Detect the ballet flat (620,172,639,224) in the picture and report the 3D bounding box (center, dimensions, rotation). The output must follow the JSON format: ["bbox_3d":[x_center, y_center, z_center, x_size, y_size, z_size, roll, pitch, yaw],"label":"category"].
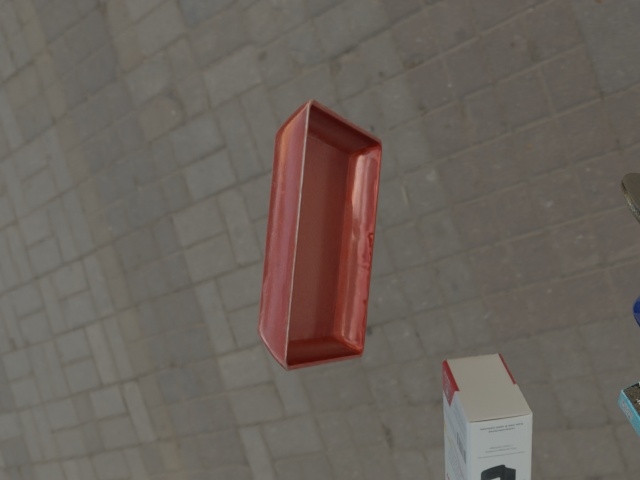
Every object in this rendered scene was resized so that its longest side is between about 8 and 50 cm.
[{"bbox_3d":[0.507,0.004,1.394,0.250,0.084,0.058,57,151,29],"label":"ballet flat"}]

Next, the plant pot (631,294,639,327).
[{"bbox_3d":[0.355,0.067,0.525,0.236,0.212,0.236,-37,92,-1],"label":"plant pot"}]

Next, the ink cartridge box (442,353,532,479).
[{"bbox_3d":[0.187,0.237,1.108,0.127,0.072,0.175,-106,10,-64],"label":"ink cartridge box"}]

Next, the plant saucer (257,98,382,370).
[{"bbox_3d":[0.000,0.000,1.037,0.047,0.259,0.259,4,88,19],"label":"plant saucer"}]

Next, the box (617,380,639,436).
[{"bbox_3d":[0.596,0.231,1.518,0.060,0.244,0.100,73,171,-60],"label":"box"}]
